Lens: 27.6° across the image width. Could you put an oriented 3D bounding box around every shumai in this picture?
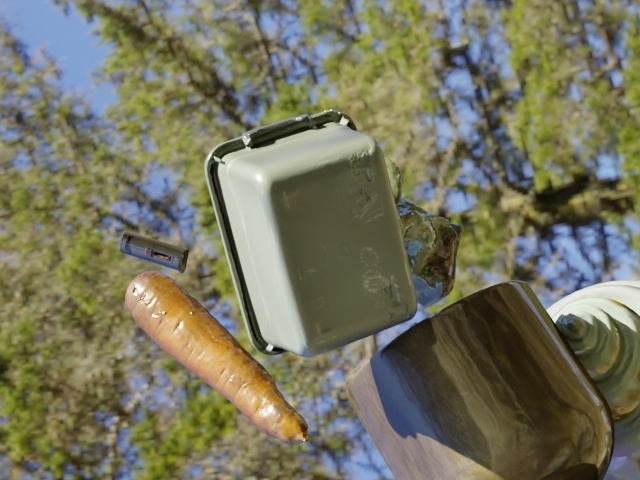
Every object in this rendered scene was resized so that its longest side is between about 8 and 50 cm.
[{"bbox_3d":[0.038,0.017,1.697,0.203,0.271,0.222,41,-121,-43],"label":"shumai"}]

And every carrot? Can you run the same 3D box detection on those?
[{"bbox_3d":[-0.092,0.109,1.185,0.059,0.248,0.059,-35,-32,-26],"label":"carrot"}]

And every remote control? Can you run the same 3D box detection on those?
[{"bbox_3d":[-0.206,0.014,1.602,0.016,0.091,0.034,-28,-48,-67],"label":"remote control"}]

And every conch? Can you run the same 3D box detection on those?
[{"bbox_3d":[0.284,0.129,1.234,0.249,0.197,0.368,-63,-6,-14],"label":"conch"}]

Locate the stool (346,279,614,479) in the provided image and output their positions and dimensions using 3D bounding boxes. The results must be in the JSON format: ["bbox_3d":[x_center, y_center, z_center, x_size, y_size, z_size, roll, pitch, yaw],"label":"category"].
[{"bbox_3d":[0.159,0.186,1.026,0.179,0.179,0.264,-4,-124,-51],"label":"stool"}]

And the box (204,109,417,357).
[{"bbox_3d":[0.000,0.000,0.939,0.124,0.093,0.172,-20,-74,-18],"label":"box"}]
